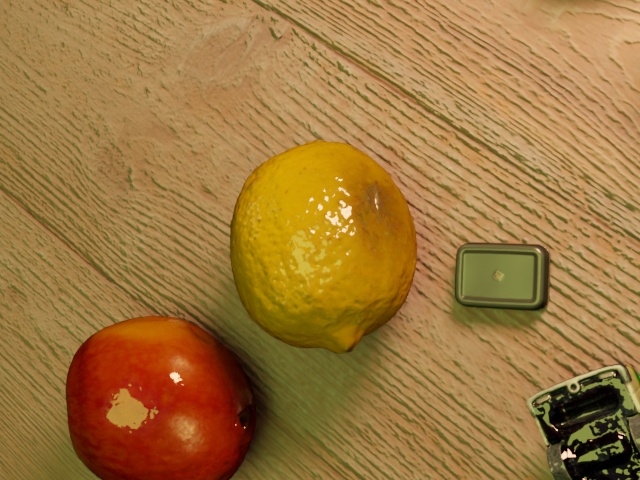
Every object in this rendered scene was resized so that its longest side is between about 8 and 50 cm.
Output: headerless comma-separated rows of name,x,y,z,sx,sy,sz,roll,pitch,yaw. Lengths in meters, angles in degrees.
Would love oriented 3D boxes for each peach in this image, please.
peach,-0.225,0.236,1.379,0.281,0.238,0.281,1,57,-1

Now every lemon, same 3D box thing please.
lemon,0.000,0.000,1.271,0.253,0.253,0.310,-17,65,24

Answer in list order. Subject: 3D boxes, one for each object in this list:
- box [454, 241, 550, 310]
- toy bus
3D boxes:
box,0.240,0.047,1.273,0.126,0.031,0.091,3,90,26
toy bus,0.366,0.287,1.136,0.133,0.165,0.276,-26,77,24
